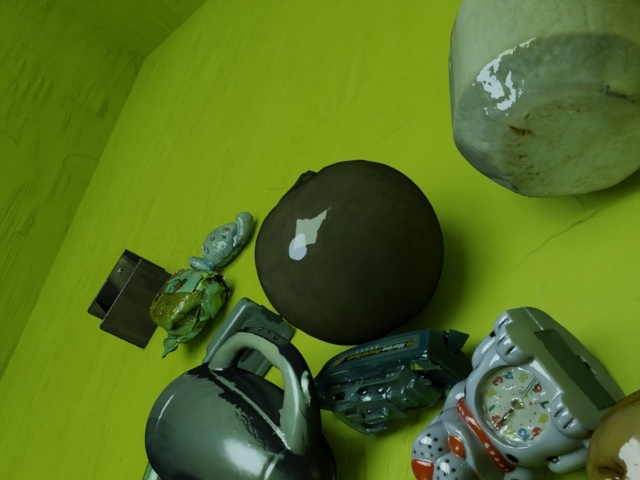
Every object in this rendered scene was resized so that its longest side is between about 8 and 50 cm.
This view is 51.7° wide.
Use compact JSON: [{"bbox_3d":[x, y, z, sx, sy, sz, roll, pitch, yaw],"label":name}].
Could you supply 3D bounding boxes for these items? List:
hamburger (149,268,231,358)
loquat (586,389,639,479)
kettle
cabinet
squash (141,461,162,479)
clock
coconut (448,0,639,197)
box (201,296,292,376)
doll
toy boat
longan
[{"bbox_3d":[-0.326,0.167,1.577,0.235,0.125,0.214,-50,19,-16],"label":"hamburger"},{"bbox_3d":[0.335,0.211,0.556,0.208,0.208,0.208,-34,38,32],"label":"loquat"},{"bbox_3d":[-0.100,0.298,1.039,0.324,0.229,0.320,9,91,52],"label":"kettle"},{"bbox_3d":[-0.523,0.155,1.844,0.175,0.148,0.215,19,77,58],"label":"cabinet"},{"bbox_3d":[-0.324,0.446,1.382,0.077,0.068,0.219,-36,36,39],"label":"squash"},{"bbox_3d":[0.205,0.222,0.776,0.254,0.189,0.188,-47,32,24],"label":"clock"},{"bbox_3d":[0.316,-0.224,0.901,0.323,0.323,0.322,-34,38,32],"label":"coconut"},{"bbox_3d":[-0.151,0.200,1.325,0.172,0.124,0.093,-53,21,4],"label":"box"},{"bbox_3d":[-0.246,0.013,1.666,0.214,0.071,0.103,-37,50,15],"label":"doll"},{"bbox_3d":[0.083,0.216,0.985,0.296,0.114,0.122,-26,34,40],"label":"toy boat"},{"bbox_3d":[0.044,0.014,1.052,0.319,0.319,0.318,-34,38,32],"label":"longan"}]
